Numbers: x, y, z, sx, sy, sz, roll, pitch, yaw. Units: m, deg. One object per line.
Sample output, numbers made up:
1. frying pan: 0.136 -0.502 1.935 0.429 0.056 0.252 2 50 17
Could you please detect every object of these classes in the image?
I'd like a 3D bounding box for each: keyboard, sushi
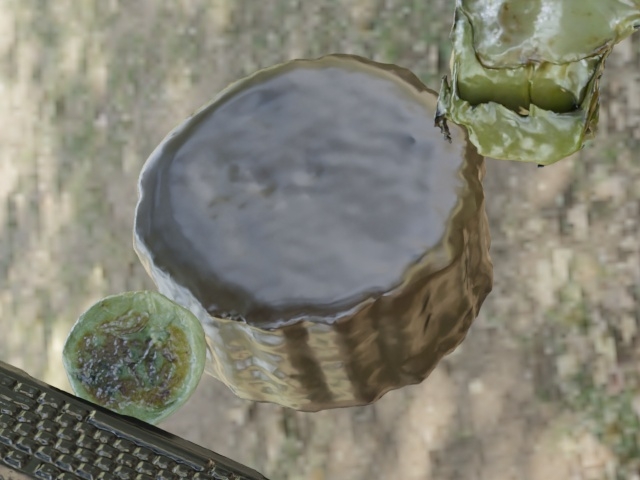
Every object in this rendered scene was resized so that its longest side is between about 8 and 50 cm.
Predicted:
1. keyboard: -0.142 0.102 0.925 0.106 0.262 0.016 -60 -9 -63
2. sushi: 0.158 -0.190 1.160 0.131 0.139 0.291 62 -142 -75

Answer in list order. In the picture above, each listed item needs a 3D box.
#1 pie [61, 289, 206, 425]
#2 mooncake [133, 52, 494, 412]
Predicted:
1. pie: -0.105 0.067 1.037 0.017 0.085 0.085 29 -128 -78
2. mooncake: 0.000 -0.002 1.656 0.324 0.324 0.187 60 171 37
